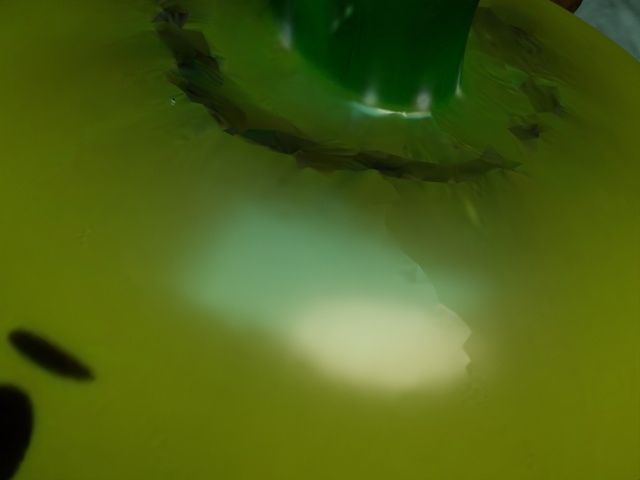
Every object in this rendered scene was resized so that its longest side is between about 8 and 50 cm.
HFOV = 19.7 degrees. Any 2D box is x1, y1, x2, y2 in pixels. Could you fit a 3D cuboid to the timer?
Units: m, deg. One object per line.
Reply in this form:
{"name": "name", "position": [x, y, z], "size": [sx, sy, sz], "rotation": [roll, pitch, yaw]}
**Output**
{"name": "timer", "position": [0.000, 0.000, 0.483], "size": [0.285, 0.285, 0.285], "rotation": [9, 37, -7]}

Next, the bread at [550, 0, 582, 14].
{"name": "bread", "position": [0.030, -0.178, 0.843], "size": [0.232, 0.135, 0.247], "rotation": [-17, 46, -35]}
